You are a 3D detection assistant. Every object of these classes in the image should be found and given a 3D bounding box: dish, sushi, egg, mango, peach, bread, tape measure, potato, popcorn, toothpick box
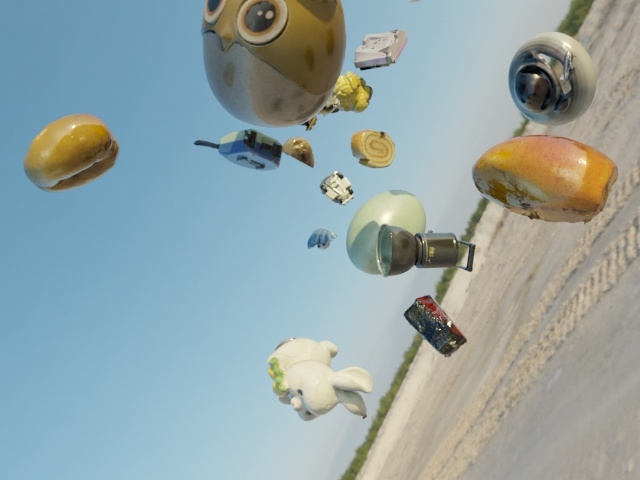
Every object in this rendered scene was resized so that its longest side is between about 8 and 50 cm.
[{"bbox_3d":[0.630,-0.443,1.558,0.134,0.273,0.273,-29,-29,-24],"label":"dish"},{"bbox_3d":[0.405,0.306,1.925,0.126,0.225,0.136,-42,-29,7],"label":"sushi"},{"bbox_3d":[0.255,-0.035,2.089,0.389,0.276,0.276,-48,-20,-27],"label":"egg"},{"bbox_3d":[0.506,-0.148,1.261,0.201,0.350,0.198,-11,-68,-37],"label":"mango"},{"bbox_3d":[-0.650,-0.223,1.418,0.251,0.153,0.251,-43,-2,-2],"label":"peach"},{"bbox_3d":[0.172,-0.291,1.741,0.149,0.073,0.122,4,-88,-33],"label":"bread"},{"bbox_3d":[-0.292,-0.318,1.959,0.215,0.352,0.097,18,-99,-43],"label":"tape measure"},{"bbox_3d":[-0.067,-0.372,2.287,0.100,0.172,0.089,-59,28,7],"label":"potato"},{"bbox_3d":[0.136,-0.670,2.517,0.200,0.203,0.226,-41,-8,-23],"label":"popcorn"},{"bbox_3d":[-0.132,-0.568,1.511,0.409,0.409,0.425,-49,-23,-46],"label":"toothpick box"}]

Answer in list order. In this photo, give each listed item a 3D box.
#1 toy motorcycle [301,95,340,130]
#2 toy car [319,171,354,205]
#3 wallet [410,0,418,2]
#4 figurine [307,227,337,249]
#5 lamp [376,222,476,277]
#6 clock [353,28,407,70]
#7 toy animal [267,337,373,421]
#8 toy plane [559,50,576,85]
[{"bbox_3d":[-0.004,-0.490,2.009,0.094,0.130,0.229,-17,33,55],"label":"toy motorcycle"},{"bbox_3d":[0.072,-0.197,2.217,0.112,0.139,0.112,-40,-17,-8],"label":"toy car"},{"bbox_3d":[0.355,-0.830,1.714,0.124,0.031,0.183,-29,-3,-9],"label":"wallet"},{"bbox_3d":[0.000,0.000,1.869,0.114,0.114,0.079,-37,-64,-61],"label":"figurine"},{"bbox_3d":[0.278,0.024,1.473,0.172,0.228,0.146,-122,33,-71],"label":"lamp"},{"bbox_3d":[0.273,-0.873,2.460,0.083,0.187,0.253,62,-139,-39],"label":"clock"},{"bbox_3d":[-0.018,0.390,1.504,0.310,0.248,0.182,-159,64,-69],"label":"toy animal"},{"bbox_3d":[0.623,-0.437,1.360,0.078,0.031,0.083,34,-109,-79],"label":"toy plane"}]
